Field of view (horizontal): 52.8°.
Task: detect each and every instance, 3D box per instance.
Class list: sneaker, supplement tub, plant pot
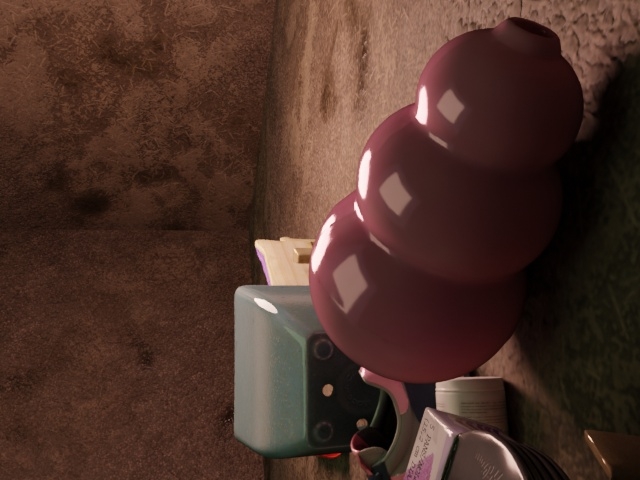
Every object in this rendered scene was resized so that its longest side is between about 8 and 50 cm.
[{"bbox_3d":[0.096,0.278,0.779,0.112,0.131,0.318,-139,50,-75],"label":"sneaker"},{"bbox_3d":[0.154,0.193,0.650,0.071,0.071,0.107,138,132,-75],"label":"supplement tub"},{"bbox_3d":[0.017,0.192,0.929,0.252,0.248,0.247,175,95,-74],"label":"plant pot"}]

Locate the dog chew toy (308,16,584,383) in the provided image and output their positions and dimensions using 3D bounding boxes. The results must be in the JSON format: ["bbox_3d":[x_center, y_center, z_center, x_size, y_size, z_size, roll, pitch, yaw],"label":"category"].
[{"bbox_3d":[0.112,-0.029,0.569,0.206,0.207,0.331,-103,25,-49],"label":"dog chew toy"}]

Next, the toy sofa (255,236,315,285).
[{"bbox_3d":[-0.038,0.125,1.340,0.362,0.177,0.150,-119,31,-66],"label":"toy sofa"}]

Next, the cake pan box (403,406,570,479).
[{"bbox_3d":[0.081,0.241,0.344,0.246,0.070,0.266,-166,94,-82],"label":"cake pan box"}]

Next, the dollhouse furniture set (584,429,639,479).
[{"bbox_3d":[0.212,0.272,0.318,0.259,0.135,0.262,-88,2,-72],"label":"dollhouse furniture set"}]

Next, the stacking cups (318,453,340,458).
[{"bbox_3d":[-0.008,0.428,1.443,0.316,0.096,0.096,144,125,-70],"label":"stacking cups"}]

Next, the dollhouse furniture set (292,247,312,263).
[{"bbox_3d":[0.000,0.000,1.315,0.081,0.114,0.091,-100,13,-59],"label":"dollhouse furniture set"}]
